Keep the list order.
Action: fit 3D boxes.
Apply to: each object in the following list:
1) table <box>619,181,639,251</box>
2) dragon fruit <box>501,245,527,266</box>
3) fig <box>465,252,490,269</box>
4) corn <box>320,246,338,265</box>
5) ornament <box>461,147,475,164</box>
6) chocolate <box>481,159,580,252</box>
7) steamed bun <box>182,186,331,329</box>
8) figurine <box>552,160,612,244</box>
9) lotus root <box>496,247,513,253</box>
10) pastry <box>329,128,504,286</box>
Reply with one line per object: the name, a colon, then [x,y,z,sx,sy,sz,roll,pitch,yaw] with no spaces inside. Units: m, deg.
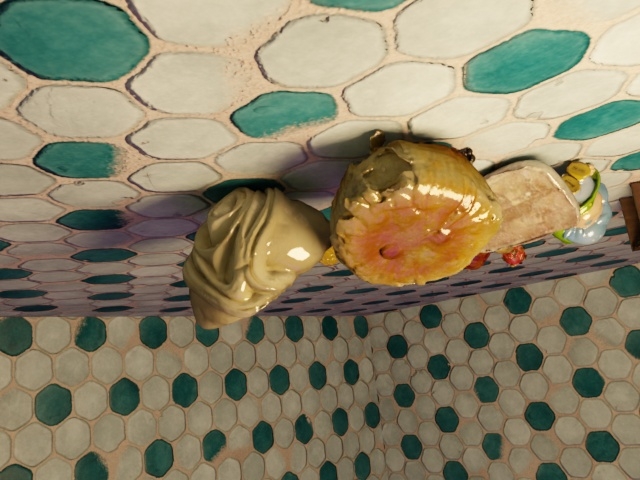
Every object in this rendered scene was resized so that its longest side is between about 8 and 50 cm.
table: [0.910,-0.067,1.495,0.193,0.172,0.169,-11,166,15]
dragon fruit: [0.692,0.044,2.076,0.086,0.081,0.116,-12,-164,4]
fig: [0.475,0.029,1.838,0.129,0.128,0.150,-1,-168,-24]
corn: [0.000,0.005,1.552,0.091,0.091,0.260,-7,163,14]
ornament: [0.202,-0.121,1.124,0.203,0.081,0.088,-12,166,21]
chocolate: [0.412,-0.081,1.280,0.303,0.185,0.100,-22,-158,53]
steamed bun: [-0.155,0.012,1.202,0.310,0.219,0.324,-43,-166,-32]
figurine: [0.589,-0.087,1.328,0.143,0.162,0.263,23,167,34]
lotus root: [0.590,0.007,1.874,0.063,0.072,0.152,-3,178,34]
pastry: [0.160,-0.038,1.052,0.330,0.136,0.329,-3,140,-3]
